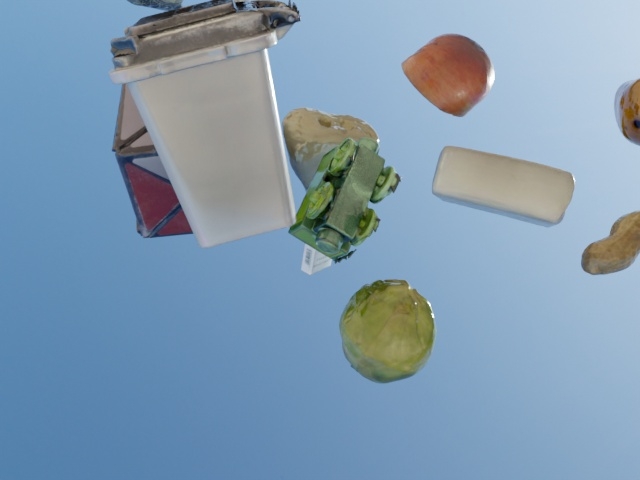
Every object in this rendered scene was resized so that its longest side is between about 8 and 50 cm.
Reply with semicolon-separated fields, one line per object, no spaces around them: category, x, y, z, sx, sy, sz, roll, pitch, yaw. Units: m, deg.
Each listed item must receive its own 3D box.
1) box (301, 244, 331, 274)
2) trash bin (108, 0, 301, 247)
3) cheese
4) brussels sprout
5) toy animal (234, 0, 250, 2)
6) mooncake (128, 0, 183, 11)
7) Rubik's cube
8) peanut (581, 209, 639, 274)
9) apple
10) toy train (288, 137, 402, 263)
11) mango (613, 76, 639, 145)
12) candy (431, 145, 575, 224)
box;0.000;0.000;1.509;0.040;0.155;0.084;26;-150;33
trash bin;-0.148;-0.199;1.031;0.295;0.368;0.256;-16;-154;-3
cheese;0.010;-0.260;1.628;0.251;0.248;0.174;-28;-124;17
brussels sprout;0.142;0.190;1.305;0.223;0.161;0.223;-1;-98;8
toy animal;-0.175;-0.483;1.266;0.103;0.221;0.130;23;-144;34
mooncake;-0.420;-0.739;1.647;0.136;0.255;0.250;28;-164;15
Rubik's cube;-0.310;-0.215;1.498;0.306;0.305;0.310;-6;-130;-3
peanut;0.613;0.003;1.260;0.192;0.089;0.089;-37;-124;-2
apple;0.394;-0.511;1.818;0.251;0.163;0.293;41;-145;0
toy train;0.048;-0.091;1.335;0.159;0.188;0.272;31;-113;-17
mango;0.540;-0.215;1.036;0.090;0.115;0.178;-12;-173;13
candy;0.498;-0.145;1.706;0.358;0.208;0.145;17;-89;18
